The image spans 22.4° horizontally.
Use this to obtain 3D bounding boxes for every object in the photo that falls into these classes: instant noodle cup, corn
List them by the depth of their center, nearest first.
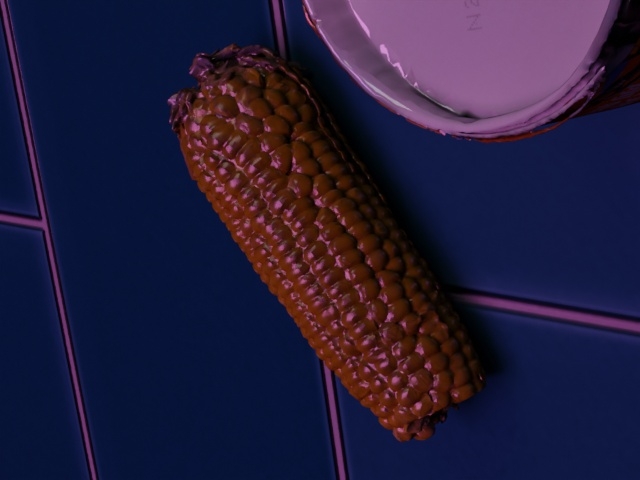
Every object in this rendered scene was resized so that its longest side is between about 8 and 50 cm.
[{"bbox_3d":[0.126,-0.186,0.864,0.296,0.214,0.296,20,121,37],"label":"instant noodle cup"},{"bbox_3d":[0.000,0.000,1.153,0.318,0.115,0.115,57,137,9],"label":"corn"}]
